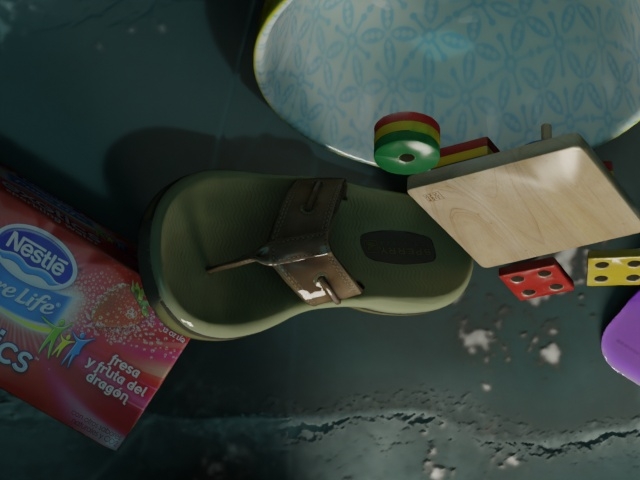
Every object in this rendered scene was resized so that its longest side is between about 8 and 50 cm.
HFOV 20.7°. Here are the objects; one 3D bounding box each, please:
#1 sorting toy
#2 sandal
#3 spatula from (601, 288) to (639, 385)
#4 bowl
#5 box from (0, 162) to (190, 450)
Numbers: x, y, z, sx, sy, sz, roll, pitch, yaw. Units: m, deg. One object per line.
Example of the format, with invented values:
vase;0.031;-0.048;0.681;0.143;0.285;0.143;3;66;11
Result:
sorting toy;0.154;-0.036;1.273;0.132;0.046;0.274;-14;147;27
sandal;0.001;-0.001;1.239;0.302;0.086;0.120;-5;78;-38
spatula;0.328;-0.011;1.389;0.084;0.030;0.296;31;96;-14
bowl;0.100;-0.182;1.220;0.289;0.289;0.156;9;60;-13
box;-0.224;0.023;1.236;0.257;0.128;0.123;32;94;-16
